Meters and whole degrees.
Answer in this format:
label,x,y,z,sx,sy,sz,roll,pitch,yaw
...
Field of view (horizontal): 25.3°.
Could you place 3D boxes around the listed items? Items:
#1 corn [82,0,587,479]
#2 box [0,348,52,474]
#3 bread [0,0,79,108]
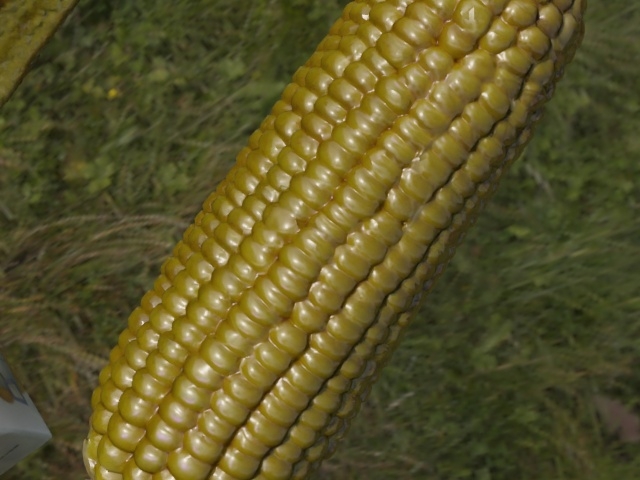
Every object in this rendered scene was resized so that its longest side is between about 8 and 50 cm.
label,x,y,z,sx,sy,sz,roll,pitch,yaw
corn,0.000,0.000,0.786,0.144,0.144,0.387,27,98,-25
box,-0.325,0.057,0.842,0.143,0.341,0.225,-35,75,3
bread,-0.230,-0.200,0.931,0.111,0.234,0.184,19,29,-43
